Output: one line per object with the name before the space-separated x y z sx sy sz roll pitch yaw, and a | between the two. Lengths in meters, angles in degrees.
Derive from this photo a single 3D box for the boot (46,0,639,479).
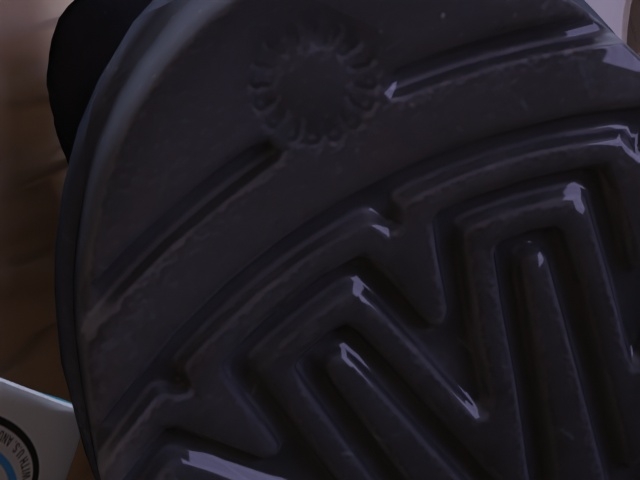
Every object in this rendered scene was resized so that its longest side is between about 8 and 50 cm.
boot | 0.001 0.002 0.612 0.367 0.146 0.445 62 -2 -32

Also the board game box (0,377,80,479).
board game box | -0.207 0.149 0.362 0.254 0.079 0.336 28 77 -47

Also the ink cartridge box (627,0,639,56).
ink cartridge box | 0.228 -0.182 1.232 0.060 0.180 0.104 -15 86 -17

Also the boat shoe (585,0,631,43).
boat shoe | 0.073 -0.102 0.928 0.127 0.158 0.340 1 89 -20
